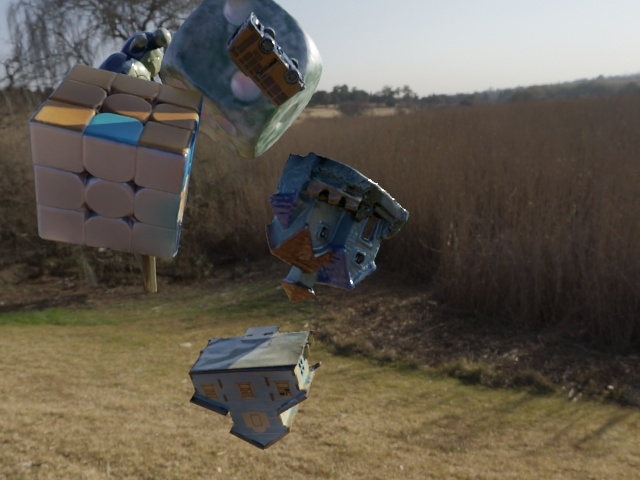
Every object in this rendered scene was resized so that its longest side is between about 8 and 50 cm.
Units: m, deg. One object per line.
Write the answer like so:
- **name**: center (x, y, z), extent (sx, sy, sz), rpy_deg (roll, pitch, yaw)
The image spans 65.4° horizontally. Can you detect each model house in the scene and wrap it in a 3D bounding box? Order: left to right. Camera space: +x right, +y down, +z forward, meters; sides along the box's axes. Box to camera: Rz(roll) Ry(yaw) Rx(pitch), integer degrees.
- **model house**: center (-0.120, 0.311, 1.057), extent (0.271, 0.206, 0.178), rpy_deg (-9, 21, 13)
- **model house**: center (0.000, 0.000, 1.245), extent (0.252, 0.329, 0.295), rpy_deg (15, -15, 47)

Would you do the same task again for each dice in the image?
- **dice**: center (-0.219, -0.459, 1.392), extent (0.328, 0.348, 0.330), rpy_deg (-51, 1, -13)

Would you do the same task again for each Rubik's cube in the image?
- **Rubik's cube**: center (-0.434, -0.173, 1.106), extent (0.291, 0.290, 0.291), rpy_deg (11, 39, -14)

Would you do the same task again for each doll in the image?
- **doll**: center (-0.550, -0.497, 1.466), extent (0.154, 0.258, 0.228), rpy_deg (26, -23, -2)

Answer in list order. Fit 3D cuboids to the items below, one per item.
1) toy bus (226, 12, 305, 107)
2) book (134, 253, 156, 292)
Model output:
- **toy bus**: center (-0.123, -0.395, 1.102), extent (0.103, 0.182, 0.091), rpy_deg (-32, 34, 19)
- **book**: center (-0.573, 0.000, 1.583), extent (0.020, 0.208, 0.295), rpy_deg (-12, 39, -30)
